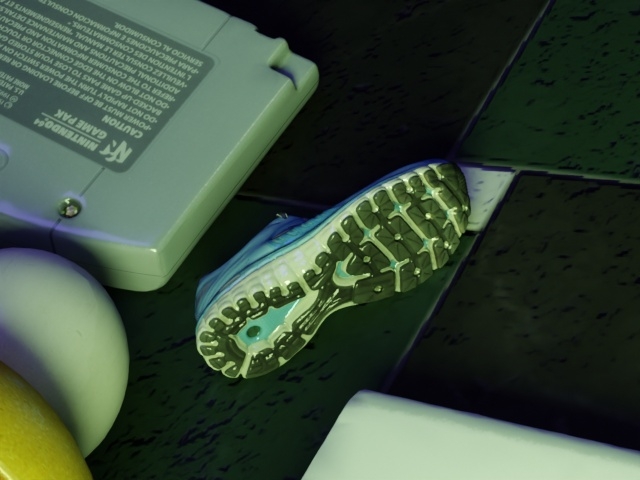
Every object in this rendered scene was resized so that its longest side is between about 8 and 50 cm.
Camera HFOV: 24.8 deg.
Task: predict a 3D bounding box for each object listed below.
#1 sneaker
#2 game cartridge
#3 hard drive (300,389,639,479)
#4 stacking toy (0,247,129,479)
[{"bbox_3d":[0.000,0.000,0.751,0.162,0.063,0.073,-30,36,-1],"label":"sneaker"},{"bbox_3d":[-0.176,-0.091,0.881,0.297,0.062,0.198,26,65,18],"label":"game cartridge"},{"bbox_3d":[0.098,0.168,0.531,0.307,0.040,0.203,9,53,36],"label":"hard drive"},{"bbox_3d":[-0.206,0.144,0.586,0.350,0.351,0.480,-12,26,20],"label":"stacking toy"}]
